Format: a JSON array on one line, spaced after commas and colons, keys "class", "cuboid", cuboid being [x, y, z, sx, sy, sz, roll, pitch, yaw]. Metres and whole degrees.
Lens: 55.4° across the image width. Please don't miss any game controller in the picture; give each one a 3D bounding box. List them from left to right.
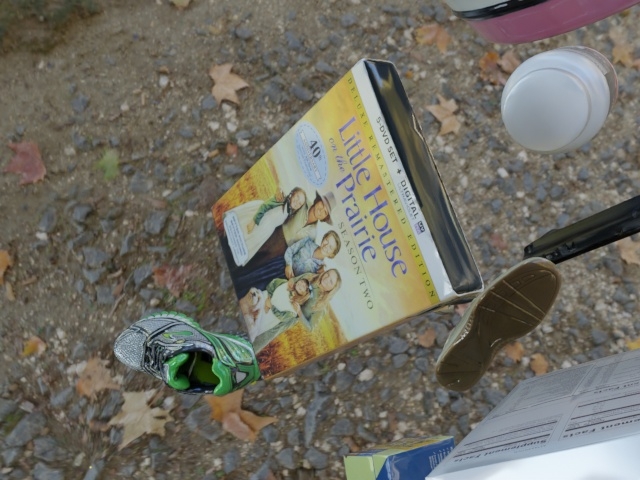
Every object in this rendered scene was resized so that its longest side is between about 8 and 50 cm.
[{"class": "game controller", "cuboid": [0.533, -0.024, 1.156, 0.167, 0.319, 0.067, -22, 83, -40]}]

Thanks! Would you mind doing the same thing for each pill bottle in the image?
[{"class": "pill bottle", "cuboid": [0.425, -0.251, 1.090, 0.176, 0.176, 0.319, 52, 35, 4]}]

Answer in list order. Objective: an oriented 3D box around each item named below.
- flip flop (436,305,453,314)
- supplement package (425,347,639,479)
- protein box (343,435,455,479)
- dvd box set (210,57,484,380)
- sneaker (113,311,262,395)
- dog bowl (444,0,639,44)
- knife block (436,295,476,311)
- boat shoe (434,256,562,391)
[{"class": "flip flop", "cuboid": [0.280, 0.115, 1.801, 0.277, 0.080, 0.112, 36, 34, 18]}, {"class": "supplement package", "cuboid": [0.256, 0.220, 0.504, 0.263, 0.198, 0.199, -9, 75, -57]}, {"class": "protein box", "cuboid": [0.179, 0.523, 1.259, 0.201, 0.136, 0.199, 1, 75, -40]}, {"class": "dvd box set", "cuboid": [0.000, 0.000, 0.846, 0.062, 0.420, 0.307, -7, 73, -39]}, {"class": "sneaker", "cuboid": [-0.276, 0.219, 1.182, 0.146, 0.344, 0.134, -11, 101, -61]}, {"class": "dog bowl", "cuboid": [0.256, -0.330, 0.523, 0.150, 0.408, 0.408, 50, 60, -21]}, {"class": "knife block", "cuboid": [0.253, 0.132, 1.481, 0.276, 0.242, 0.088, 0, 78, -67]}, {"class": "boat shoe", "cuboid": [0.309, 0.139, 1.093, 0.109, 0.302, 0.098, 31, 26, -1]}]
